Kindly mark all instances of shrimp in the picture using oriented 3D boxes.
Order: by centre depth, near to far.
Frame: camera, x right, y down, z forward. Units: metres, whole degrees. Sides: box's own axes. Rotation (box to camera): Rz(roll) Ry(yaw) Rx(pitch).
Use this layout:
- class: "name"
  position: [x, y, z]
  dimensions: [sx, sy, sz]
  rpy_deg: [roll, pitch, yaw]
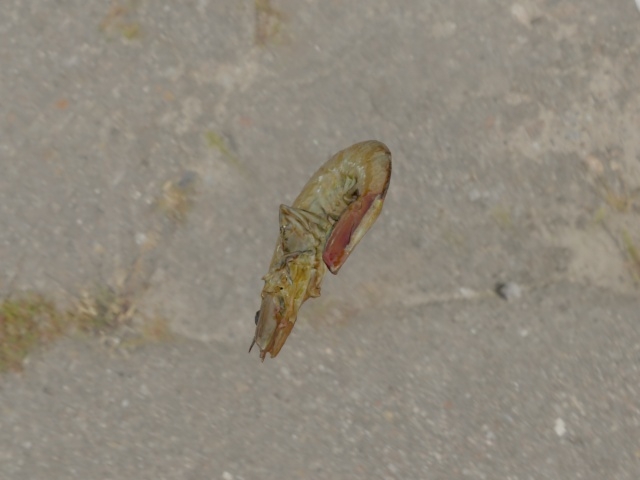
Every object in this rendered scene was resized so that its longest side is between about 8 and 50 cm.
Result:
- class: "shrimp"
  position: [0.006, 0.004, 0.843]
  dimensions: [0.095, 0.045, 0.162]
  rpy_deg: [-6, 50, 42]
